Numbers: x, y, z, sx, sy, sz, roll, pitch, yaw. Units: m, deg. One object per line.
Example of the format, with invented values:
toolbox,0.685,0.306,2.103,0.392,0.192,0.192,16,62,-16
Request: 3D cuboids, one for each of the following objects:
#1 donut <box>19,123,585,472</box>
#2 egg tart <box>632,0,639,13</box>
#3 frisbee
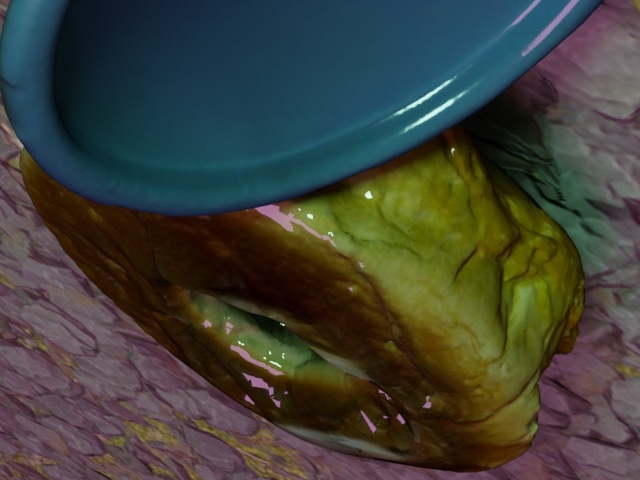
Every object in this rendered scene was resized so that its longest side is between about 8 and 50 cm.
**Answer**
donut,0.000,0.000,0.986,0.330,0.160,0.330,32,163,11
egg tart,0.263,-0.015,0.586,0.443,0.178,0.443,35,162,13
frisbee,0.007,-0.113,0.699,0.049,0.289,0.289,61,165,25
